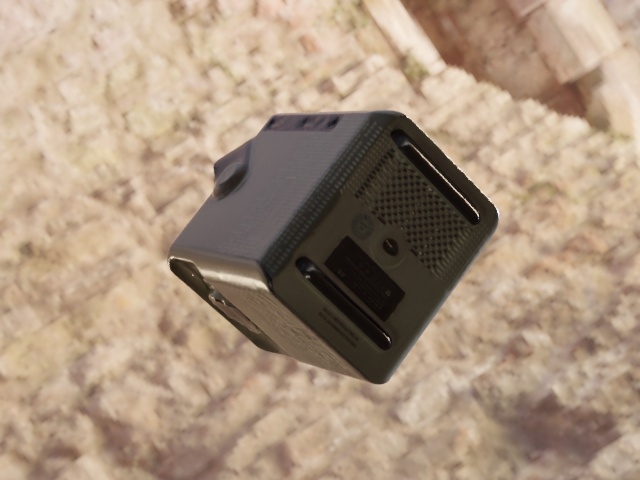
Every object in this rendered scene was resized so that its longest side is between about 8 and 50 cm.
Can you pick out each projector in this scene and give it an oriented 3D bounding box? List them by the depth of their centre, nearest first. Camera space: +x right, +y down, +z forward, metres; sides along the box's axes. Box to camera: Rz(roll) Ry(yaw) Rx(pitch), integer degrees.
[{"bbox_3d":[0.000,0.000,1.070,0.177,0.163,0.242,-52,-155,-14],"label":"projector"}]
